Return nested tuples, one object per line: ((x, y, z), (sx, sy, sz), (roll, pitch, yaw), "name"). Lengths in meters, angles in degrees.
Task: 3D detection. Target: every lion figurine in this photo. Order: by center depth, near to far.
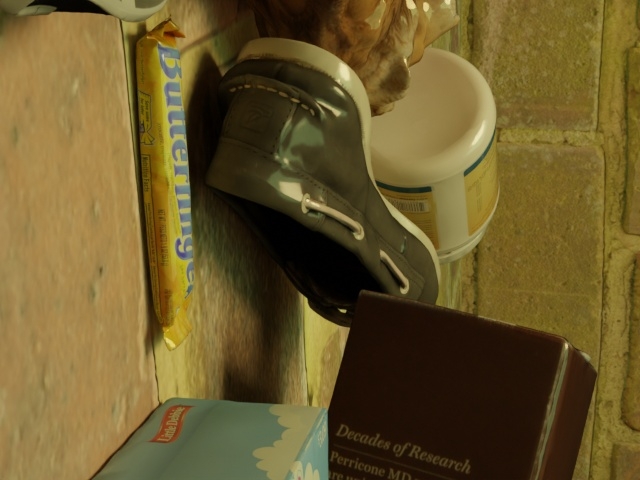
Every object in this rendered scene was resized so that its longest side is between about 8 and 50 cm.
((0.020, -0.185, 0.594), (0.392, 0.142, 0.240), (-89, 179, -85), "lion figurine")

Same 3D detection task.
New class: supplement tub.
((0.097, -0.073, 1.100), (0.199, 0.144, 0.144), (72, 22, -60), "supplement tub")

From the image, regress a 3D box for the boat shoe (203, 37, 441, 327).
((0.000, 0.000, 0.750), (0.095, 0.112, 0.335), (-67, 156, -20), "boat shoe")

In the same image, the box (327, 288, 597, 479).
((0.058, 0.237, 0.722), (0.191, 0.143, 0.381), (33, 73, -69), "box")

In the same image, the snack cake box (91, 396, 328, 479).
((-0.060, 0.181, 0.472), (0.264, 0.089, 0.152), (-50, 141, -73), "snack cake box")

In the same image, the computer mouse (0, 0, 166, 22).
((-0.101, -0.103, 0.359), (0.193, 0.042, 0.106), (-13, 100, -73), "computer mouse")

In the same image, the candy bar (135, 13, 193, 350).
((-0.074, -0.027, 0.559), (0.040, 0.018, 0.161), (-54, 145, -71), "candy bar")
